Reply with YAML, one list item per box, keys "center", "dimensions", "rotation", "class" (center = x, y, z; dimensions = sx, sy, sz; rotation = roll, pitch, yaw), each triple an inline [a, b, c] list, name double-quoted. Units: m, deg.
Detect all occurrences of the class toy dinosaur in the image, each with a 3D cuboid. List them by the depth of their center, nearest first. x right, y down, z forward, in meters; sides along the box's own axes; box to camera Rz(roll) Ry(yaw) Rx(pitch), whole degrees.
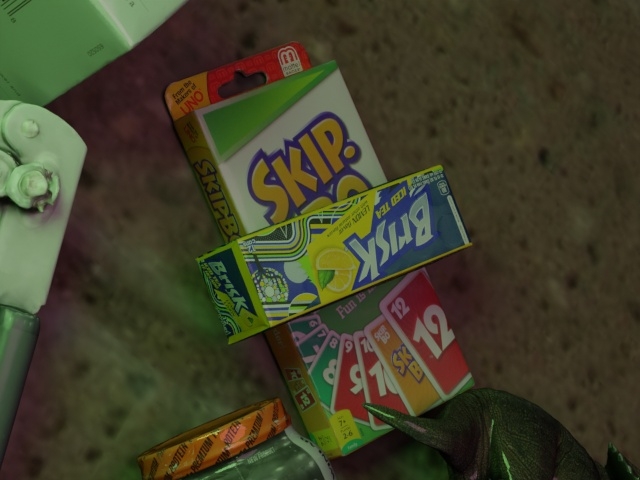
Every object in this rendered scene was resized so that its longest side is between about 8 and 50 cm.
- center: [0.134, 0.169, 1.267]
  dimensions: [0.313, 0.121, 0.160]
  rotation: [29, 49, -20]
  class: "toy dinosaur"

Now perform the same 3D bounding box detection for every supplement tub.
- center: [-0.029, 0.195, 1.122]
  dimensions: [0.117, 0.117, 0.190]
  rotation: [-22, 91, -37]
  class: "supplement tub"

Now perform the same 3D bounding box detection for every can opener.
- center: [-0.197, 0.054, 1.074]
  dimensions: [0.074, 0.093, 0.280]
  rotation: [19, 75, -28]
  class: "can opener"

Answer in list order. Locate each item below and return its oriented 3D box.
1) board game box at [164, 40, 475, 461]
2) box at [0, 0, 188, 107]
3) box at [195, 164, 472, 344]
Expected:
- center: [0.000, 0.000, 1.254]
  dimensions: [0.124, 0.039, 0.259]
  rotation: [-24, 88, -37]
  class: "board game box"
- center: [-0.167, -0.182, 1.096]
  dimensions: [0.181, 0.182, 0.119]
  rotation: [51, 56, -11]
  class: "box"
- center: [0.011, 0.007, 1.203]
  dimensions: [0.169, 0.054, 0.059]
  rotation: [-21, 89, -36]
  class: "box"
